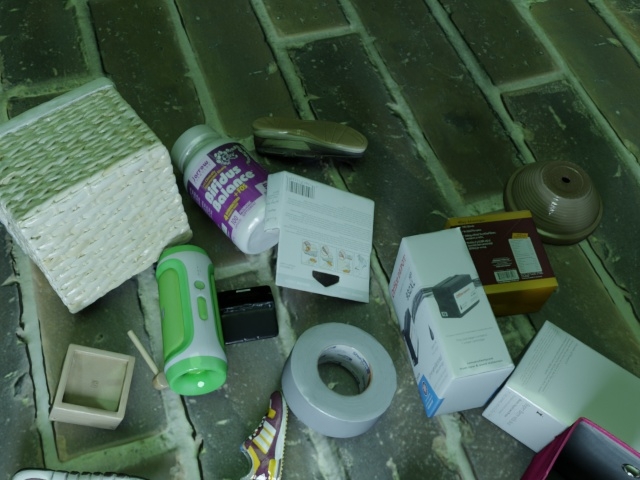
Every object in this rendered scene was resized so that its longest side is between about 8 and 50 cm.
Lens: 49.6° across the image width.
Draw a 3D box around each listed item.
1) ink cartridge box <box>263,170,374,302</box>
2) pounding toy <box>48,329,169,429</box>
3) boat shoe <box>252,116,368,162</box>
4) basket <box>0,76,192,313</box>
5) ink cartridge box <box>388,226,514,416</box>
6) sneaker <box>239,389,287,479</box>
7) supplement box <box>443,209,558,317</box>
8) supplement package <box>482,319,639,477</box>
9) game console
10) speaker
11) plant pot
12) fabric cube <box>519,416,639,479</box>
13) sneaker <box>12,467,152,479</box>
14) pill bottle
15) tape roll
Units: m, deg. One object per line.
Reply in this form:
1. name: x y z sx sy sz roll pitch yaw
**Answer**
1. ink cartridge box: 0.000 0.000 1.486 0.275 0.060 0.238 15 74 -41
2. pounding toy: -0.402 0.271 1.357 0.206 0.094 0.181 16 55 -20
3. boat shoe: -0.028 -0.237 1.700 0.285 0.092 0.102 9 39 4
4. basket: -0.472 -0.090 1.415 0.331 0.328 0.266 -35 58 -22
5. ink cartridge box: 0.247 0.165 1.390 0.129 0.223 0.307 -9 59 -9
6. sneaker: -0.110 0.373 1.323 0.084 0.069 0.185 7 57 -6
7. supplement box: 0.381 0.055 1.524 0.191 0.129 0.194 -6 59 -8
8. supplement package: 0.497 0.330 1.332 0.293 0.177 0.175 33 61 16
9. game console: -0.159 0.157 1.489 0.122 0.071 0.107 -8 29 -10
10. speaker: -0.263 0.155 1.401 0.131 0.131 0.296 -8 52 -9
11. plant pot: 0.569 -0.115 1.657 0.237 0.109 0.237 2 57 -4
12. fabric cube: 0.447 0.505 1.173 0.254 0.258 0.259 36 62 18
13. sneaker: -0.415 0.494 1.217 0.281 0.106 0.162 1 63 7
14. pill bottle: -0.202 -0.124 1.569 0.169 0.169 0.301 -36 67 -23
15. tape roll: 0.037 0.271 1.363 0.219 0.072 0.219 11 47 -12
